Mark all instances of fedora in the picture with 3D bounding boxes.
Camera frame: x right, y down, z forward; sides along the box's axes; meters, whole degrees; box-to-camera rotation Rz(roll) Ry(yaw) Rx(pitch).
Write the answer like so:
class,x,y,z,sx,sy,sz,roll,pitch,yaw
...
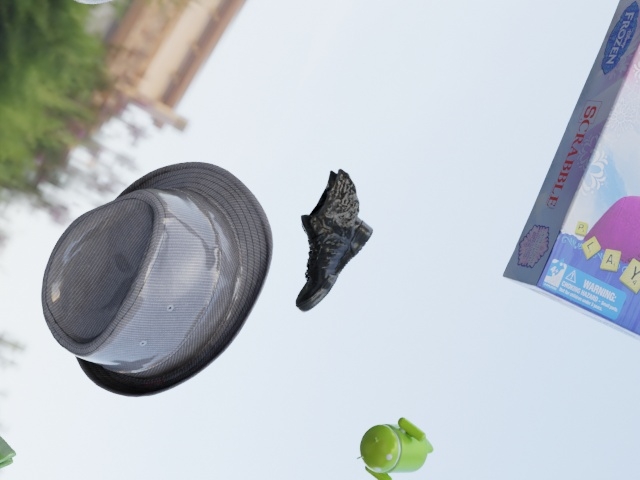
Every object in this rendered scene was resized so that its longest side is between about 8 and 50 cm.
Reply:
class,x,y,z,sx,sy,sz,roll,pitch,yaw
fedora,-0.196,0.032,1.385,0.275,0.124,0.244,-46,-120,14

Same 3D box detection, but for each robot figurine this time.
class,x,y,z,sx,sy,sz,roll,pitch,yaw
robot figurine,0.101,0.285,1.781,0.101,0.115,0.067,-55,-130,24

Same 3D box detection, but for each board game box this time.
class,x,y,z,sx,sy,sz,roll,pitch,yaw
board game box,0.380,-0.046,1.323,0.066,0.318,0.318,19,-94,64

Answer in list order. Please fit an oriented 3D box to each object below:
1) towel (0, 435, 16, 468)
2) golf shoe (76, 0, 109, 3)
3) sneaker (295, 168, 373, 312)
class,x,y,z,sx,sy,sz,roll,pitch,yaw
towel,-0.415,0.212,1.393,0.113,0.152,0.023,-26,142,-40
golf shoe,-0.221,-0.402,1.322,0.140,0.115,0.306,38,58,-73
sneaker,0.001,0.000,1.615,0.170,0.089,0.051,-51,-167,-16
